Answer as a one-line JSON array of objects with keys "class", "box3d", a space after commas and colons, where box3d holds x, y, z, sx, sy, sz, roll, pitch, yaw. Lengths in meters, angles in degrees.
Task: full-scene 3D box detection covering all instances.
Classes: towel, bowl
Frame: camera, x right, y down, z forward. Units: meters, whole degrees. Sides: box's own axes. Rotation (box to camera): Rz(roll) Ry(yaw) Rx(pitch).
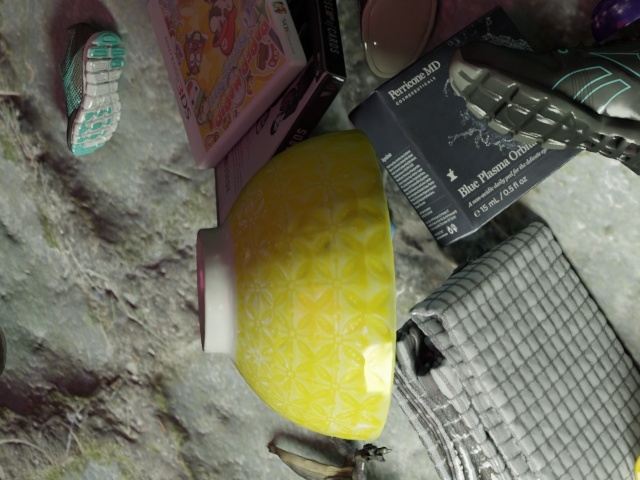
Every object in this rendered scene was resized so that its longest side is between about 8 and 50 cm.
[{"class": "towel", "box3d": [0.192, 0.153, 1.287, 0.121, 0.235, 0.283, -31, 93, 42]}, {"class": "bowl", "box3d": [-0.034, 0.044, 1.228, 0.156, 0.289, 0.289, -2, 116, -9]}]

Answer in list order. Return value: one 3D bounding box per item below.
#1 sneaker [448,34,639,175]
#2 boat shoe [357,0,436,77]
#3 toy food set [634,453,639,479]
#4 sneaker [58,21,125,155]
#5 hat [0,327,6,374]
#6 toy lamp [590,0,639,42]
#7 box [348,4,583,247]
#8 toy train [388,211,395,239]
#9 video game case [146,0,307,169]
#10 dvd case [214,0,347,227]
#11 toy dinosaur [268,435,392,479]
[{"class": "sneaker", "box3d": [0.241, -0.128, 1.161, 0.267, 0.106, 0.101, 19, 165, -8]}, {"class": "boat shoe", "box3d": [0.069, -0.262, 1.296, 0.065, 0.075, 0.206, -120, 25, -55]}, {"class": "toy food set", "box3d": [0.403, 0.208, 1.220, 0.218, 0.071, 0.128, -15, 101, 6]}, {"class": "sneaker", "box3d": [-0.274, -0.180, 1.551, 0.076, 0.065, 0.166, 38, 125, 33]}, {"class": "hat", "box3d": [-0.533, 0.046, 1.768, 0.331, 0.134, 0.331, 16, 136, 16]}, {"class": "toy lamp", "box3d": [0.196, -0.306, 1.170, 0.080, 0.080, 0.274, -31, 94, 38]}, {"class": "box", "box3d": [0.140, -0.105, 1.235, 0.158, 0.156, 0.093, 54, 162, 0]}, {"class": "toy train", "box3d": [0.000, 0.000, 1.439, 0.105, 0.080, 0.184, 50, 129, 11]}, {"class": "video game case", "box3d": [-0.102, -0.213, 1.355, 0.227, 0.026, 0.206, -41, 63, 52]}, {"class": "dvd case", "box3d": [-0.048, -0.139, 1.355, 0.030, 0.179, 0.238, 17, 132, -23]}, {"class": "toy dinosaur", "box3d": [0.036, 0.267, 1.537, 0.268, 0.064, 0.118, 28, 124, 33]}]
